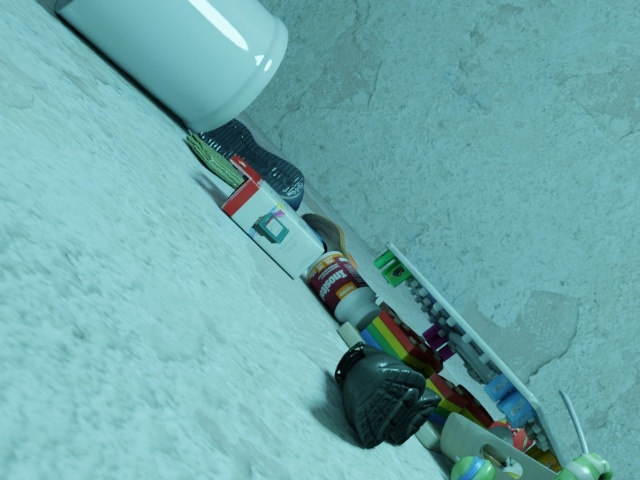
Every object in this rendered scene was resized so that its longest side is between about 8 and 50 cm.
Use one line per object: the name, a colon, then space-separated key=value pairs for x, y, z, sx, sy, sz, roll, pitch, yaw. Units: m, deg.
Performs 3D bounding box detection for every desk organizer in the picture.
desk organizer: x=0.171 y=0.198 z=1.660 sx=0.130 sy=0.050 sz=0.047 roll=42 pitch=8 yaw=-34

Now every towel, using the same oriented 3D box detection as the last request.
towel: x=-0.218 y=-0.162 z=1.515 sx=0.110 sy=0.027 sz=0.148 roll=50 pitch=8 yaw=36

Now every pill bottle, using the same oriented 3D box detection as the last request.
pill bottle: x=0.047 y=0.097 z=1.325 sx=0.152 sy=0.086 sz=0.086 roll=49 pitch=7 yaw=34

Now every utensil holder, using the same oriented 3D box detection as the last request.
utensil holder: x=-0.316 y=-0.471 z=1.543 sx=0.385 sy=0.327 sz=0.327 roll=38 pitch=10 yaw=-35

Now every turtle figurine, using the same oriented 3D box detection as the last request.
turtle figurine: x=0.286 y=0.340 z=0.852 sx=0.266 sy=0.198 sz=0.274 roll=53 pitch=14 yaw=16

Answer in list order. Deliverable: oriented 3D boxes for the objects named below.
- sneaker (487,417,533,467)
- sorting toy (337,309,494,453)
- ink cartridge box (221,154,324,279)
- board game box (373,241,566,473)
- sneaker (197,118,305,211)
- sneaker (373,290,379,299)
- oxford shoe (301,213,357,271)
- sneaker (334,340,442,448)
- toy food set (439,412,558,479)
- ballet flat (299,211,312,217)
sneaker: x=0.412 y=0.413 z=1.564 sx=0.107 sy=0.118 sz=0.279 roll=48 pitch=7 yaw=24
sorting toy: x=0.183 y=0.248 z=1.252 sx=0.257 sy=0.089 sz=0.255 roll=50 pitch=7 yaw=36
ink cartridge box: x=-0.100 y=-0.047 z=1.312 sx=0.231 sy=0.078 sz=0.134 roll=45 pitch=6 yaw=-9
board game box: x=0.267 y=0.223 z=1.284 sx=0.390 sy=0.050 sz=0.390 roll=50 pitch=-2 yaw=39
sneaker: x=-0.169 y=-0.167 z=1.663 sx=0.319 sy=0.112 sz=0.131 roll=42 pitch=-26 yaw=21
sneaker: x=0.130 y=0.144 z=1.861 sx=0.035 sy=0.031 sz=0.083 roll=33 pitch=1 yaw=4
oxford shoe: x=-0.005 y=0.003 z=1.571 sx=0.098 sy=0.097 sz=0.271 roll=35 pitch=11 yaw=-33
sneaker: x=0.065 y=0.184 z=0.911 sx=0.130 sy=0.109 sz=0.286 roll=42 pitch=-5 yaw=24
toy food set: x=0.336 y=0.377 z=1.090 sx=0.219 sy=0.092 sz=0.306 roll=24 pitch=-15 yaw=50
ballet flat: x=0.000 y=0.000 z=1.722 sx=0.206 sy=0.067 sz=0.073 roll=51 pitch=8 yaw=37
